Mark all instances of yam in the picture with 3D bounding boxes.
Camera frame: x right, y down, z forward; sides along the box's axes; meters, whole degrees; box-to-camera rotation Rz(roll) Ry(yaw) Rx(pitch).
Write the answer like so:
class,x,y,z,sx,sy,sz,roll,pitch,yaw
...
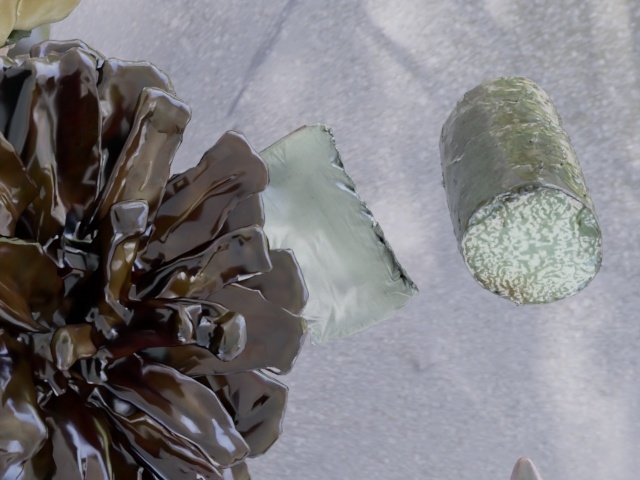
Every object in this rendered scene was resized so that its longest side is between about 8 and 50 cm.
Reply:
class,x,y,z,sx,sy,sz,roll,pitch,yaw
yam,0.215,-0.059,1.271,0.161,0.268,0.161,-1,124,-2

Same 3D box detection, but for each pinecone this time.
class,x,y,z,sx,sy,sz,roll,pitch,yaw
pinecone,-0.188,0.049,0.743,0.397,0.397,0.398,2,84,-21

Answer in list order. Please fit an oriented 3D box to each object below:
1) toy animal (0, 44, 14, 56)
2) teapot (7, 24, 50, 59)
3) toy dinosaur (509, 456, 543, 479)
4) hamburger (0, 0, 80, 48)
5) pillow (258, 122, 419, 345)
class,x,y,z,sx,sy,sz,roll,pitch,yaw
toy animal,-0.282,-0.169,0.908,0.082,0.091,0.114,-32,62,-20
teapot,-0.422,-0.231,1.228,0.175,0.267,0.186,38,34,-50
toy dinosaur,0.187,0.230,0.809,0.152,0.177,0.194,-40,109,13
hamburger,-0.172,-0.136,0.340,0.207,0.135,0.155,-6,67,-55
pillow,0.000,0.000,1.151,0.128,0.051,0.229,-26,116,9
